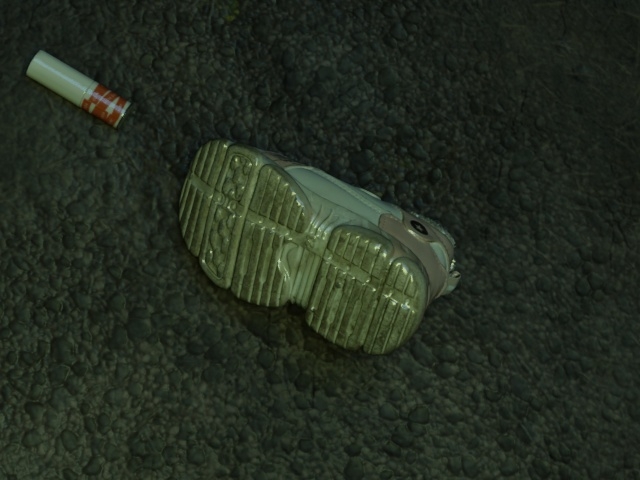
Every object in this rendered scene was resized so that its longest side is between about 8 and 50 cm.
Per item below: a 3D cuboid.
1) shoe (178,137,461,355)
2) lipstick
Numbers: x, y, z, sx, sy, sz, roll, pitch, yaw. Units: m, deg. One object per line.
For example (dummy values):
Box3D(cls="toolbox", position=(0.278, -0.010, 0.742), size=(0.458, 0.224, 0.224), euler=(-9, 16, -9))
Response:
Box3D(cls="shoe", position=(-0.002, 0.002, 1.541), size=(0.351, 0.172, 0.198), euler=(36, 24, 19))
Box3D(cls="lipstick", position=(-0.296, -0.186, 1.581), size=(0.130, 0.038, 0.038), euler=(31, 63, -3))
